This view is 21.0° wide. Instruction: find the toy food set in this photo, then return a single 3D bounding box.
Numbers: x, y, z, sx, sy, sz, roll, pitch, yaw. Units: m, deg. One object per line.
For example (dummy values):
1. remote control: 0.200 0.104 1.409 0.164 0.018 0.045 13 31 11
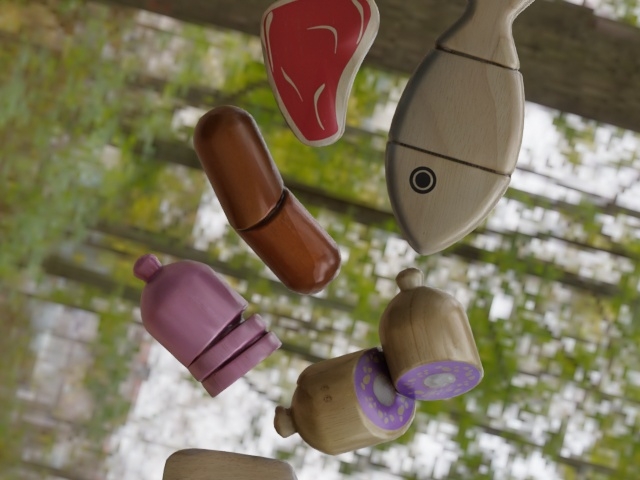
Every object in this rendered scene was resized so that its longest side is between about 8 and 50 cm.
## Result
1. toy food set: 0.000 0.000 0.364 0.019 0.078 0.122 -33 131 -83
